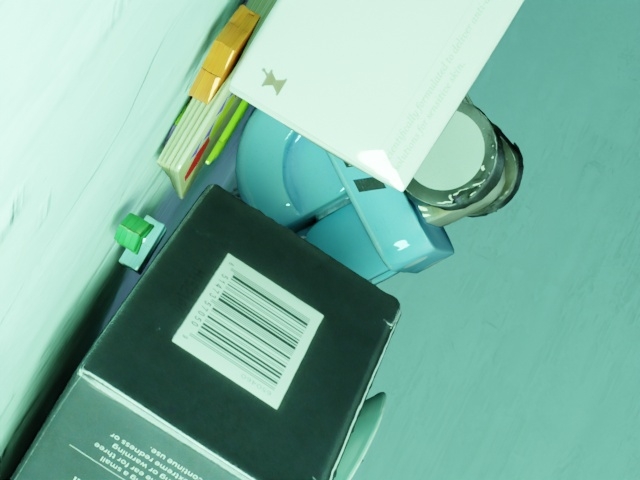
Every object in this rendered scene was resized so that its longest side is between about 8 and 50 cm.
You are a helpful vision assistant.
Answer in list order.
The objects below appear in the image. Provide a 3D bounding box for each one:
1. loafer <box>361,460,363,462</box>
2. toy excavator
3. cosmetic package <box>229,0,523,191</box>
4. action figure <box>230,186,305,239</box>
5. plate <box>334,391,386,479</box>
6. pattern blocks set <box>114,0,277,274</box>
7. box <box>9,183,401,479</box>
[{"bbox_3d":[-0.018,0.255,1.326,0.170,0.061,0.062,-58,-175,-19],"label":"loafer"},{"bbox_3d":[0.000,0.000,1.465,0.445,0.433,0.222,-28,172,13],"label":"toy excavator"},{"bbox_3d":[0.048,-0.159,1.140,0.197,0.155,0.365,-58,-179,5],"label":"cosmetic package"},{"bbox_3d":[-0.094,0.029,1.900,0.285,0.099,0.185,143,-51,-61],"label":"action figure"},{"bbox_3d":[-0.002,0.207,1.213,0.188,0.024,0.188,-58,-177,4],"label":"plate"},{"bbox_3d":[-0.076,-0.124,1.104,0.325,0.026,0.285,-61,180,-17],"label":"pattern blocks set"},{"bbox_3d":[-0.141,0.204,1.217,0.395,0.212,0.293,-54,-176,35],"label":"box"}]
